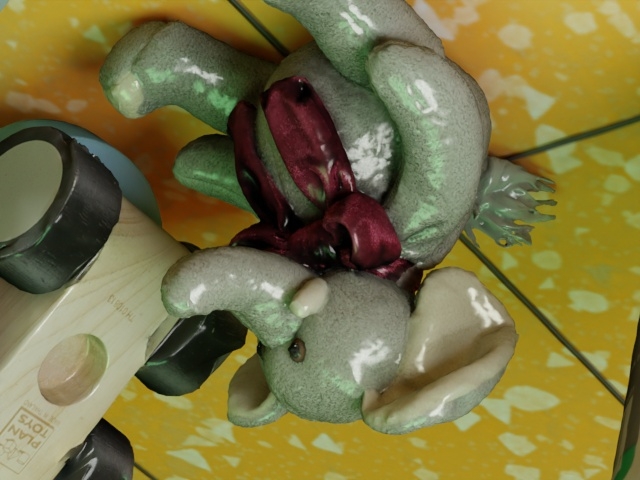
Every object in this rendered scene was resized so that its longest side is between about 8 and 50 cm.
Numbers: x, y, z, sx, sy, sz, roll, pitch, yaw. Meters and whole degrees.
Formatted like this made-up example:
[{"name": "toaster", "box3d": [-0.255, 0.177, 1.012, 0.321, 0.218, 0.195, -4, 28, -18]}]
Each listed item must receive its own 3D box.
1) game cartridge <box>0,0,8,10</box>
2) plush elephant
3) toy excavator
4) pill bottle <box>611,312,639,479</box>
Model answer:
[{"name": "game cartridge", "box3d": [-0.237, -0.180, 1.361, 0.056, 0.017, 0.083, 31, 142, -13]}, {"name": "plush elephant", "box3d": [0.000, 0.000, 1.287, 0.330, 0.255, 0.272, 33, 150, -27]}, {"name": "toy excavator", "box3d": [-0.336, 0.066, 1.515, 0.445, 0.433, 0.222, 35, 175, 45]}, {"name": "pill bottle", "box3d": [0.289, 0.040, 1.150, 0.204, 0.361, 0.204, 11, 144, 8]}]
